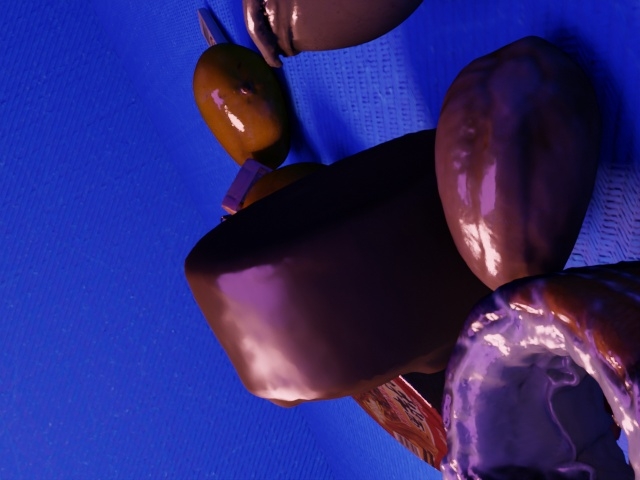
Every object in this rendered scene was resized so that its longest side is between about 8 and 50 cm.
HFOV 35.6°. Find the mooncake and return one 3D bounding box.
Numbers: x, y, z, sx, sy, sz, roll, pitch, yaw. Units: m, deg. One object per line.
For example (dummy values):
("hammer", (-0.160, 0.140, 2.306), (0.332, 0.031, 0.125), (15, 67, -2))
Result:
("mooncake", (0.038, 0.022, 0.856), (0.155, 0.284, 0.284), (64, 167, -12))

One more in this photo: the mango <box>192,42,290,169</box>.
("mango", (-0.110, -0.176, 1.422), (0.156, 0.114, 0.251), (42, 159, 27))

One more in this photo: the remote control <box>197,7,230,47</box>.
("remote control", (-0.145, -0.285, 1.530), (0.061, 0.029, 0.162), (90, 154, -62))

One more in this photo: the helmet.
("helmet", (0.030, -0.220, 0.726), (0.257, 0.137, 0.204), (-23, -58, -86))

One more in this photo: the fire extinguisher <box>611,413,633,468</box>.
("fire extinguisher", (0.291, 0.193, 0.697), (0.267, 0.072, 0.089), (54, 174, 33))

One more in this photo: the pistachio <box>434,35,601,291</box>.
("pistachio", (0.135, -0.046, 0.686), (0.126, 0.108, 0.185), (-40, -46, -65))

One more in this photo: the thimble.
("thimble", (0.189, 0.126, 0.643), (0.237, 0.150, 0.237), (25, 120, 56))

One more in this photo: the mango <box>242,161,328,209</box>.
("mango", (0.000, 0.000, 1.238), (0.136, 0.166, 0.236), (29, -156, -57))

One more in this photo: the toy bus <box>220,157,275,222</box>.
("toy bus", (-0.068, -0.029, 1.485), (0.112, 0.090, 0.274), (26, 171, 12))

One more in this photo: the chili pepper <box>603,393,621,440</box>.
("chili pepper", (0.225, 0.125, 0.873), (0.059, 0.050, 0.191), (-40, -71, -86))

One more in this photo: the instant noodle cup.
("instant noodle cup", (0.117, 0.181, 1.269), (0.274, 0.091, 0.274), (40, 161, 17))
